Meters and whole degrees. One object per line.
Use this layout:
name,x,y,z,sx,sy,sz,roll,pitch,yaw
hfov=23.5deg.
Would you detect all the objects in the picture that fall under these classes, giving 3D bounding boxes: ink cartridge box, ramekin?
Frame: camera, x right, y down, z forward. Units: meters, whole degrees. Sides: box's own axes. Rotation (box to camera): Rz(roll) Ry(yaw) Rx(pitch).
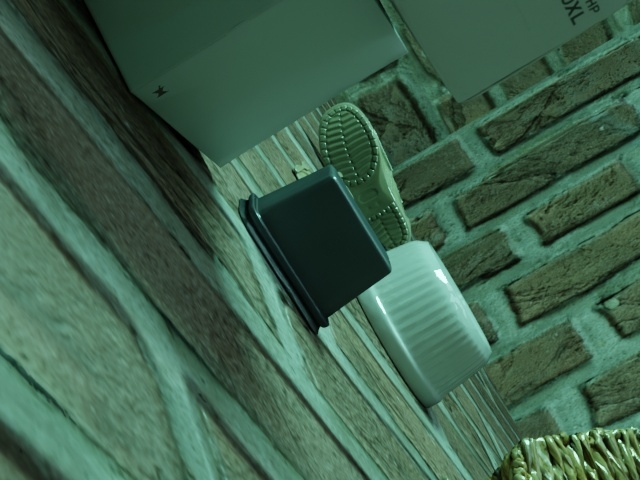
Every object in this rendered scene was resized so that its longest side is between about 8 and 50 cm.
ink cartridge box,0.057,-0.340,1.213,0.285,0.166,0.395,52,9,-42
ramekin,0.131,0.097,1.949,0.207,0.109,0.207,58,6,-10

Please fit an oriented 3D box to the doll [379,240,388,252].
doll,0.072,0.023,2.129,0.129,0.046,0.189,39,19,-50

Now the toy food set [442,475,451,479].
toy food set,0.203,0.342,1.659,0.192,0.039,0.132,63,7,32

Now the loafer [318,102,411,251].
loafer,0.073,-0.099,2.559,0.092,0.102,0.268,22,47,-83

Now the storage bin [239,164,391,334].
storage bin,0.000,0.000,1.394,0.135,0.091,0.098,59,5,-13

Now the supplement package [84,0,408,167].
supplement package,-0.091,-0.241,1.278,0.262,0.199,0.198,62,7,21

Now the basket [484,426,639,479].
basket,0.248,0.363,1.495,0.223,0.214,0.299,-58,-134,44

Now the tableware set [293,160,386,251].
tableware set,0.029,-0.038,2.039,0.168,0.020,0.141,58,19,15
